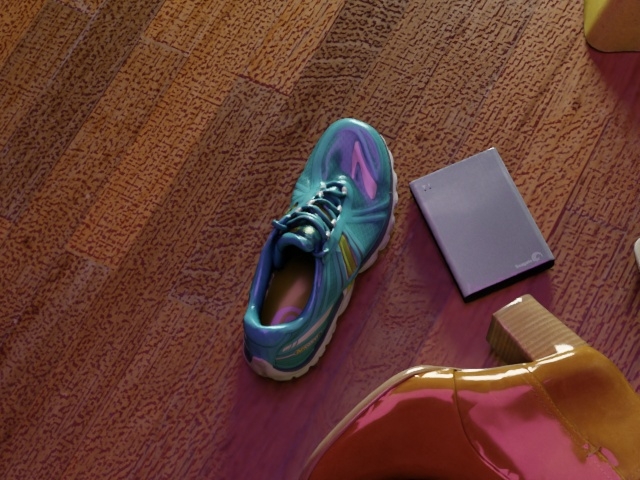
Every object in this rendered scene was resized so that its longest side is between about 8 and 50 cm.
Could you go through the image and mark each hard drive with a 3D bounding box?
[{"bbox_3d":[0.155,-0.015,1.273,0.094,0.022,0.135,-23,64,-3],"label":"hard drive"}]

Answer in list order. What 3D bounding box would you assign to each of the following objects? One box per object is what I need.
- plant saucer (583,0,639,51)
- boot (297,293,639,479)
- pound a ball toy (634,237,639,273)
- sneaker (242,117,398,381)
[{"bbox_3d":[0.441,-0.359,1.361,0.333,0.081,0.333,0,65,9],"label":"plant saucer"},{"bbox_3d":[0.149,0.196,1.132,0.295,0.104,0.211,-34,65,-13],"label":"boot"},{"bbox_3d":[0.377,0.083,1.094,0.136,0.208,0.319,-14,63,2],"label":"pound a ball toy"},{"bbox_3d":[0.000,0.000,1.241,0.107,0.110,0.275,14,67,14],"label":"sneaker"}]
